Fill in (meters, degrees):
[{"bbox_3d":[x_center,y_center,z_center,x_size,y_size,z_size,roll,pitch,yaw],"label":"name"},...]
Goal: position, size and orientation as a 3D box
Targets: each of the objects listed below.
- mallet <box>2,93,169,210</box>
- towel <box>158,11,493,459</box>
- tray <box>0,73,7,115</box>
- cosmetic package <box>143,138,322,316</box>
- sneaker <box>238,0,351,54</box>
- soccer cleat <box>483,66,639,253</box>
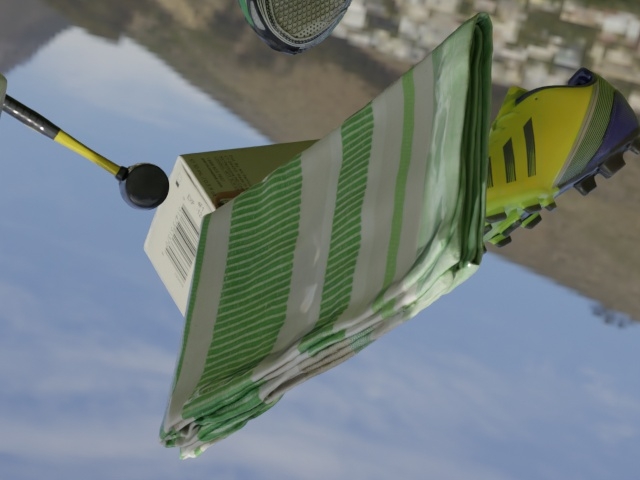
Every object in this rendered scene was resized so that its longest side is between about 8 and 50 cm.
[{"bbox_3d":[-0.202,-0.081,1.222,0.190,0.039,0.062,32,175,-19],"label":"mallet"},{"bbox_3d":[0.000,0.000,1.126,0.038,0.325,0.248,32,-136,-25],"label":"towel"},{"bbox_3d":[-0.276,-0.003,0.938,0.145,0.270,0.030,22,161,-36],"label":"tray"},{"bbox_3d":[-0.024,-0.017,1.701,0.296,0.153,0.129,-10,-129,-34],"label":"cosmetic package"},{"bbox_3d":[0.030,-0.332,1.420,0.134,0.343,0.146,24,-175,-22],"label":"sneaker"},{"bbox_3d":[0.184,-0.077,1.413,0.289,0.093,0.121,-28,-100,-39],"label":"soccer cleat"}]
